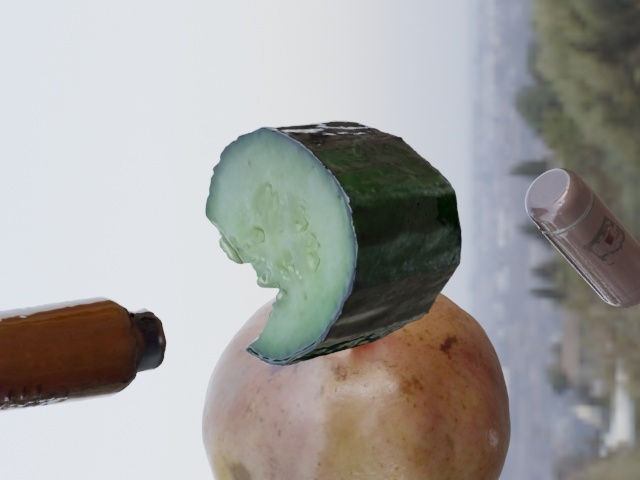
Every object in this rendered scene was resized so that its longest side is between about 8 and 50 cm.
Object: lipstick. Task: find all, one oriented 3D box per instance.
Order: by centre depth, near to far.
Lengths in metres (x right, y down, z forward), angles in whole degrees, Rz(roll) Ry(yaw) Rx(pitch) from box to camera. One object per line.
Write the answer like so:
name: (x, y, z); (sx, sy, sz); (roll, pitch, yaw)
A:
lipstick: (-0.283, 0.087, 1.053); (0.077, 0.418, 0.077); (13, 106, 53)

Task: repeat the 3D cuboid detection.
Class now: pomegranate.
pomegranate: (0.038, 0.176, 1.854); (0.338, 0.338, 0.338); (0, -90, -84)

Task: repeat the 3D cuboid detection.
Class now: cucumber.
cucumber: (0.005, -0.008, 1.353); (0.130, 0.191, 0.191); (-9, -78, -50)

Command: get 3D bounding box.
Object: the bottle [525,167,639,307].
bottle: (0.220, -0.001, 1.398); (0.140, 0.053, 0.053); (44, -144, -34)
